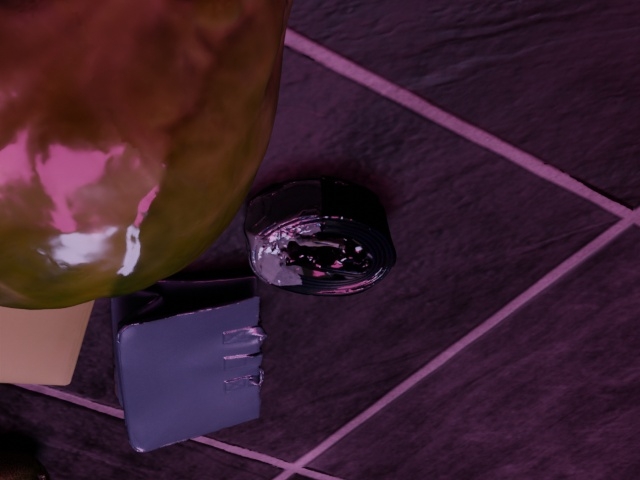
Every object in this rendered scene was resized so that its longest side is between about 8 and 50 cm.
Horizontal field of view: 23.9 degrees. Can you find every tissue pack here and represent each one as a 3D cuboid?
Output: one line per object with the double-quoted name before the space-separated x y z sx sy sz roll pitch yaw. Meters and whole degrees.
"tissue pack" -0.261 0.006 1.217 0.159 0.125 0.234 5 138 -18

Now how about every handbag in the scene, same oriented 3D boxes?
"handbag" -0.125 0.116 1.443 0.144 0.057 0.221 -7 141 -10

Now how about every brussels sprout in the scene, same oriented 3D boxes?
"brussels sprout" -0.164 -0.116 0.970 0.281 0.289 0.354 38 99 -29

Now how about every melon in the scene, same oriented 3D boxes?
"melon" -0.348 0.269 1.548 0.162 0.099 0.099 -24 140 22

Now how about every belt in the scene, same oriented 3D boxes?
"belt" 0.000 0.000 1.319 0.140 0.058 0.105 8 135 -20
